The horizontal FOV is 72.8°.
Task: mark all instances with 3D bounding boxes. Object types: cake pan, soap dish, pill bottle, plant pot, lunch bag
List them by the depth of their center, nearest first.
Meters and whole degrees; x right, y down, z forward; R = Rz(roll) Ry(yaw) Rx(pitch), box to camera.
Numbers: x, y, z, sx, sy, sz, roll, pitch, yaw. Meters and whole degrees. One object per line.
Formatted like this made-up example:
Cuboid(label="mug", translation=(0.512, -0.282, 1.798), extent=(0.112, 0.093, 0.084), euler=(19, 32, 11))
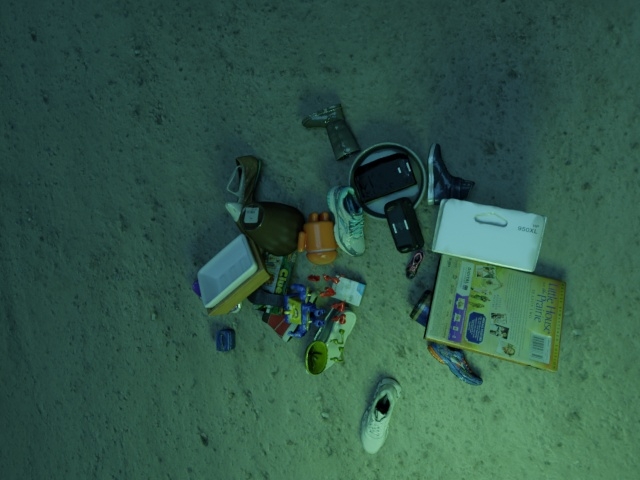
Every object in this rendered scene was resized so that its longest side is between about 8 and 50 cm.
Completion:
Cuboid(label="pill bottle", translation=(0.441, 0.283, 1.553), extent=(0.219, 0.123, 0.123), euler=(33, 99, 15))
Cuboid(label="cake pan", translation=(0.250, -0.221, 1.635), extent=(0.293, 0.054, 0.293), euler=(2, 96, 17))
Cuboid(label="plant pot", translation=(-0.203, -0.064, 1.671), extent=(0.215, 0.230, 0.215), euler=(-6, 75, 24))
Cuboid(label="soap dish", translation=(-0.343, 0.136, 1.719), extent=(0.291, 0.118, 0.229), euler=(-39, 45, 10))
Cuboid(label="lunch bag", translation=(-0.403, 0.419, 1.839), extent=(0.067, 0.065, 0.098), euler=(-3, 89, 17))

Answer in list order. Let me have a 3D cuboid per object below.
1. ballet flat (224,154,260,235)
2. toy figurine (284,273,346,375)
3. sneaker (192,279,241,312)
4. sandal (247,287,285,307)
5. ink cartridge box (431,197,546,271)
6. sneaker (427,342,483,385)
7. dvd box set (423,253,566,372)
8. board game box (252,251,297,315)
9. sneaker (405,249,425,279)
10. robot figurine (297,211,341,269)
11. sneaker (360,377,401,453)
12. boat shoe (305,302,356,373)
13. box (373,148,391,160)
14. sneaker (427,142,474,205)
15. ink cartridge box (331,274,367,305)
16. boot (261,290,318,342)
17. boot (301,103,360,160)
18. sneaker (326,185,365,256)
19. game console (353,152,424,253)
Cuboid(label="ballet flat", translation=(-0.327, -0.184, 1.780), extent=(0.116, 0.124, 0.342), euler=(9, 93, 61))
Cuboid(label="toy figurine", translation=(-0.046, 0.283, 1.611), extent=(0.217, 0.191, 0.362), euler=(9, 105, 47))
Cuboid(label="sneaker", translation=(-0.451, 0.233, 1.835), extent=(0.236, 0.104, 0.095), euler=(26, 98, 17))
Cuboid(label="sandal", translation=(-0.212, 0.228, 1.714), extent=(0.179, 0.040, 0.067), euler=(12, 87, 15))
Cuboid(label="ink cartridge box", translation=(0.518, -0.017, 1.388), extent=(0.285, 0.395, 0.166), euler=(12, 93, 17))
Cuboid(label="sneaker", translation=(0.494, 0.434, 1.560), extent=(0.221, 0.083, 0.087), euler=(39, 94, 11))
Cuboid(label="dvd box set", translation=(0.585, 0.236, 1.461), extent=(0.420, 0.062, 0.307), euler=(13, 72, 8))
Cuboid(label="board game box", translation=(-0.185, 0.163, 1.752), extent=(0.136, 0.030, 0.260), euler=(8, 79, 27))
Cuboid(label="sneaker", translation=(0.349, 0.092, 1.616), extent=(0.047, 0.057, 0.119), euler=(24, 98, 14))
Cuboid(label="robot figurine", translation=(-0.002, 0.000, 1.687), extent=(0.128, 0.158, 0.219), euler=(-7, 88, 34))
Cuboid(label="sneaker", translation=(0.214, 0.667, 1.625), extent=(0.110, 0.118, 0.292), euler=(17, 96, 15))
Cuboid(label="boat shoe", translation=(0.030, 0.386, 1.709), extent=(0.319, 0.116, 0.099), euler=(-61, 32, 15))
Cuboid(label="box", translation=(0.240, -0.321, 1.671), extent=(0.067, 0.018, 0.083), euler=(-3, 89, 17))
Cuboid(label="sneaker", translation=(0.469, -0.240, 1.560), extent=(0.163, 0.086, 0.226), euler=(1, 97, 24))
Cuboid(label="ink cartridge box", translation=(0.109, 0.193, 1.691), extent=(0.122, 0.052, 0.088), euler=(18, 95, 15))
Cuboid(label="boot", translation=(-0.133, 0.265, 1.749), extent=(0.176, 0.088, 0.244), euler=(39, 104, 15))
Cuboid(label="boot", translation=(0.039, -0.412, 1.713), extent=(0.189, 0.076, 0.208), euler=(-19, 91, 18))
Cuboid(label="sneaker", translation=(0.111, -0.071, 1.621), extent=(0.122, 0.110, 0.283), euler=(-6, 106, 58))
Cuboid(label="game console", translation=(0.266, -0.127, 1.592), extent=(0.213, 0.044, 0.361), euler=(-18, 90, 19))
